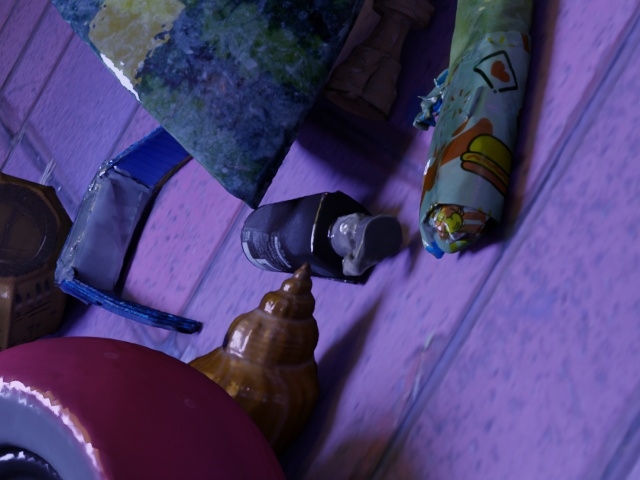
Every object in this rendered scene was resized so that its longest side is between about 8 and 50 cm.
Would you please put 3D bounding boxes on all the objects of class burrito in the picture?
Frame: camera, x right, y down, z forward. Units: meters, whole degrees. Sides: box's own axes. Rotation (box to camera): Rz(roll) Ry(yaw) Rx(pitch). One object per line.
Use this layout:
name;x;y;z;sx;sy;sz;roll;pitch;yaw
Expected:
burrito;0.101;-0.101;1.379;0.104;0.054;0.288;-38;33;52

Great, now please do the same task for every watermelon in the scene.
watermelon;-0.087;-0.147;1.581;0.250;0.283;0.292;-46;-34;-39

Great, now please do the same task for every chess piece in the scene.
chess piece;0.063;-0.179;1.557;0.172;0.060;0.060;-65;21;-7

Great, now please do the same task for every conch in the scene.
conch;-0.085;0.156;1.439;0.330;0.093;0.109;-58;28;14

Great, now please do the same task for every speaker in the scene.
speaker;-0.147;0.203;1.280;0.294;0.294;0.294;-49;24;32

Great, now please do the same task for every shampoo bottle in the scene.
shampoo bottle;0.001;0.000;1.476;0.063;0.057;0.208;-66;20;-10

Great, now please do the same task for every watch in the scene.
watch;-0.164;0.006;1.866;0.274;0.068;0.276;-27;39;49

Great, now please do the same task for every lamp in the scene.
lamp;-0.326;0.026;2.045;0.185;0.161;0.161;119;169;-61
